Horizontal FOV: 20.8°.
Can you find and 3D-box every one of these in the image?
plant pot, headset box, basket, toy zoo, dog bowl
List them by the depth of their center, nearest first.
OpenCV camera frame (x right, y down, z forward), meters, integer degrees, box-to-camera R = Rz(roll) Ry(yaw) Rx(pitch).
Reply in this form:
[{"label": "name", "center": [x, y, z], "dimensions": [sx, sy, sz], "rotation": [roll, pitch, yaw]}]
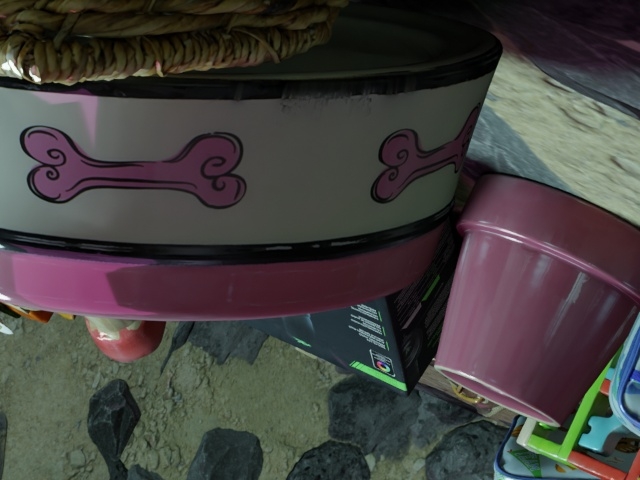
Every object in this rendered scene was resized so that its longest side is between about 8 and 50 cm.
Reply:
[{"label": "basket", "center": [-0.125, -0.163, 0.991], "dimensions": [0.299, 0.223, 0.213], "rotation": [17, 168, 45]}, {"label": "dog bowl", "center": [-0.093, -0.065, 1.102], "dimensions": [0.408, 0.150, 0.408], "rotation": [3, -165, -1]}, {"label": "plant pot", "center": [0.198, 0.063, 1.590], "dimensions": [0.201, 0.180, 0.201], "rotation": [25, 173, 3]}, {"label": "headset box", "center": [0.000, 0.000, 1.707], "dimensions": [0.246, 0.131, 0.283], "rotation": [23, 153, 24]}, {"label": "toy zoo", "center": [0.345, 0.160, 1.712], "dimensions": [0.293, 0.192, 0.030], "rotation": [19, 169, 48]}]

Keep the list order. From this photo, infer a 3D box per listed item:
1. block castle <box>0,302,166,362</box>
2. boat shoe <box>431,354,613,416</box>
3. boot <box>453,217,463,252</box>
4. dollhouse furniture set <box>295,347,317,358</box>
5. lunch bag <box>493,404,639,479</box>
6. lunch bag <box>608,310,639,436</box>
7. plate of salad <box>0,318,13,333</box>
[{"label": "block castle", "center": [-0.330, -0.073, 1.975], "dimensions": [0.453, 0.303, 0.213], "rotation": [23, 166, 21]}, {"label": "boat shoe", "center": [0.192, 0.141, 1.958], "dimensions": [0.342, 0.123, 0.123], "rotation": [6, -168, -7]}, {"label": "boot", "center": [0.139, 0.037, 1.936], "dimensions": [0.264, 0.096, 0.280], "rotation": [24, 174, -2]}, {"label": "dollhouse furniture set", "center": [-0.039, 0.055, 2.377], "dimensions": [0.182, 0.161, 0.101], "rotation": [29, 172, -27]}, {"label": "lunch bag", "center": [0.331, 0.259, 1.966], "dimensions": [0.243, 0.115, 0.303], "rotation": [3, -161, 19]}, {"label": "lunch bag", "center": [0.360, 0.117, 1.440], "dimensions": [0.219, 0.176, 0.090], "rotation": [26, 173, 7]}, {"label": "plate of salad", "center": [-0.440, 0.067, 1.963], "dimensions": [0.200, 0.048, 0.200], "rotation": [26, 168, 6]}]
